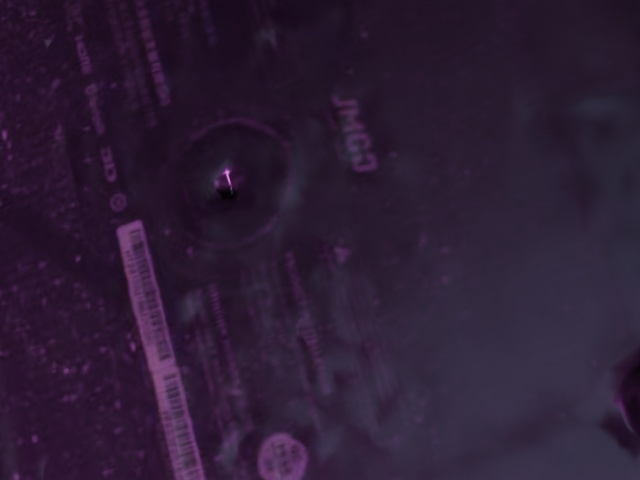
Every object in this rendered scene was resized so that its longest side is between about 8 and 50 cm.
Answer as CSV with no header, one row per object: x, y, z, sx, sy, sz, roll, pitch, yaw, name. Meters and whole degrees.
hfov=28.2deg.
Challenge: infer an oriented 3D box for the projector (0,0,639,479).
0.000,0.000,0.606,0.405,0.242,0.395,-22,71,15,projector
